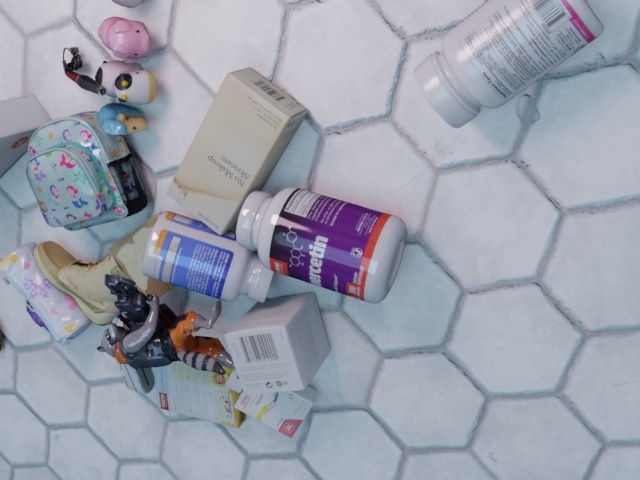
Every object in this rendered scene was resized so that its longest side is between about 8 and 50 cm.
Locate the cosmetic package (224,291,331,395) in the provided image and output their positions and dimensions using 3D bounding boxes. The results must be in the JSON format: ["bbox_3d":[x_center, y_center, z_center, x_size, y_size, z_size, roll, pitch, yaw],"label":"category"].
[{"bbox_3d":[-0.089,0.225,1.507,0.151,0.183,0.152,-10,105,24],"label":"cosmetic package"}]

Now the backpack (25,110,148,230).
[{"bbox_3d":[-0.538,-0.157,1.543,0.225,0.191,0.254,-11,101,25],"label":"backpack"}]

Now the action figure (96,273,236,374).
[{"bbox_3d":[-0.362,0.211,1.532,0.330,0.179,0.341,-6,149,19],"label":"action figure"}]

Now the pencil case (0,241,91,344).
[{"bbox_3d":[-0.698,0.134,1.747,0.113,0.124,0.273,-39,93,28],"label":"pencil case"}]

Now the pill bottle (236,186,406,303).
[{"bbox_3d":[0.000,0.000,1.387,0.322,0.181,0.182,17,115,15],"label":"pill bottle"}]

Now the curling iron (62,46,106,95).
[{"bbox_3d":[-0.503,-0.349,1.444,0.274,0.035,0.068,42,133,48],"label":"curling iron"}]

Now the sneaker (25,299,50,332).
[{"bbox_3d":[-0.720,0.214,1.831,0.170,0.068,0.071,41,134,12],"label":"sneaker"}]

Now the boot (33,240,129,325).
[{"bbox_3d":[-0.560,0.063,1.680,0.203,0.095,0.262,-40,94,29],"label":"boot"}]

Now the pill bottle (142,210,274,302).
[{"bbox_3d":[-0.236,0.045,1.497,0.271,0.152,0.152,18,117,-4],"label":"pill bottle"}]

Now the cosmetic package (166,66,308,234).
[{"bbox_3d":[-0.176,-0.184,1.426,0.160,0.113,0.309,36,117,5],"label":"cosmetic package"}]

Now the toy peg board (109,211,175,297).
[{"bbox_3d":[-0.381,0.035,1.622,0.160,0.079,0.161,-34,96,13],"label":"toy peg board"}]

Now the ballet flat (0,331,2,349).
[{"bbox_3d":[-0.949,0.208,1.918,0.084,0.058,0.250,-10,113,2],"label":"ballet flat"}]

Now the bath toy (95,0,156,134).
[{"bbox_3d":[-0.414,-0.403,1.425,0.151,0.129,0.349,13,113,17],"label":"bath toy"}]

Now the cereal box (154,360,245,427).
[{"bbox_3d":[-0.305,0.365,1.723,0.240,0.047,0.173,10,113,18],"label":"cereal box"}]

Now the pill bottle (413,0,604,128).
[{"bbox_3d":[0.308,-0.325,1.153,0.283,0.160,0.160,-35,95,29],"label":"pill bottle"}]

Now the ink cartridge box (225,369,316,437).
[{"bbox_3d":[-0.124,0.364,1.614,0.198,0.067,0.115,29,109,-2],"label":"ink cartridge box"}]

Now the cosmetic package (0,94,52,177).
[{"bbox_3d":[-0.842,-0.177,1.591,0.377,0.284,0.097,-33,97,29],"label":"cosmetic package"}]

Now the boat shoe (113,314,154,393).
[{"bbox_3d":[-0.497,0.297,1.752,0.075,0.083,0.226,-2,110,21],"label":"boat shoe"}]
